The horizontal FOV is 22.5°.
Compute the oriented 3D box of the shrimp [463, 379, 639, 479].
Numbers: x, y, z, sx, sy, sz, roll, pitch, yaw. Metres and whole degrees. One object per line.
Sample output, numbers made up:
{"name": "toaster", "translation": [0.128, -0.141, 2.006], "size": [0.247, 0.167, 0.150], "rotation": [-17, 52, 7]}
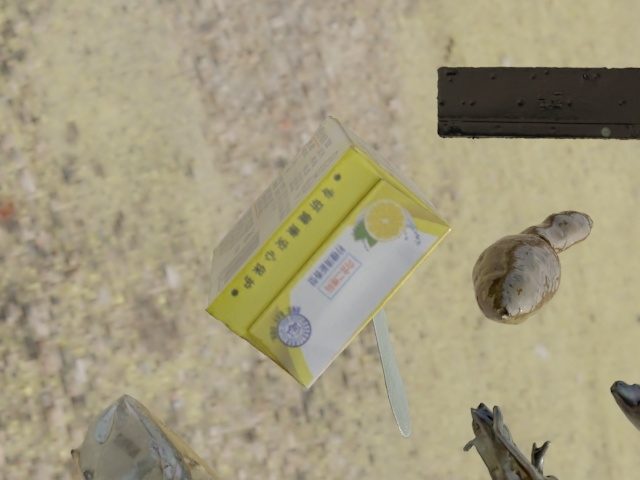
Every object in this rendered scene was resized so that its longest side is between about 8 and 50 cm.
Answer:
{"name": "shrimp", "translation": [0.235, 0.213, 1.142], "size": [0.360, 0.085, 0.247], "rotation": [41, 62, -19]}

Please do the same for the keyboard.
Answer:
{"name": "keyboard", "translation": [0.183, -0.110, 1.297], "size": [0.018, 0.195, 0.060], "rotation": [-14, 106, -60]}

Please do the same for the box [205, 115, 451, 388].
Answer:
{"name": "box", "translation": [0.000, 0.000, 1.272], "size": [0.097, 0.168, 0.265], "rotation": [41, 4, -9]}

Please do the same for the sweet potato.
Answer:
{"name": "sweet potato", "translation": [0.186, 0.024, 1.464], "size": [0.269, 0.074, 0.075], "rotation": [-38, 108, -58]}

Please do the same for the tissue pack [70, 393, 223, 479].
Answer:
{"name": "tissue pack", "translation": [-0.088, 0.240, 1.264], "size": [0.186, 0.090, 0.222], "rotation": [43, -9, 44]}

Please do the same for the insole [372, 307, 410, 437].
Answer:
{"name": "insole", "translation": [0.071, 0.128, 1.629], "size": [0.053, 0.002, 0.153], "rotation": [-31, 109, -68]}
